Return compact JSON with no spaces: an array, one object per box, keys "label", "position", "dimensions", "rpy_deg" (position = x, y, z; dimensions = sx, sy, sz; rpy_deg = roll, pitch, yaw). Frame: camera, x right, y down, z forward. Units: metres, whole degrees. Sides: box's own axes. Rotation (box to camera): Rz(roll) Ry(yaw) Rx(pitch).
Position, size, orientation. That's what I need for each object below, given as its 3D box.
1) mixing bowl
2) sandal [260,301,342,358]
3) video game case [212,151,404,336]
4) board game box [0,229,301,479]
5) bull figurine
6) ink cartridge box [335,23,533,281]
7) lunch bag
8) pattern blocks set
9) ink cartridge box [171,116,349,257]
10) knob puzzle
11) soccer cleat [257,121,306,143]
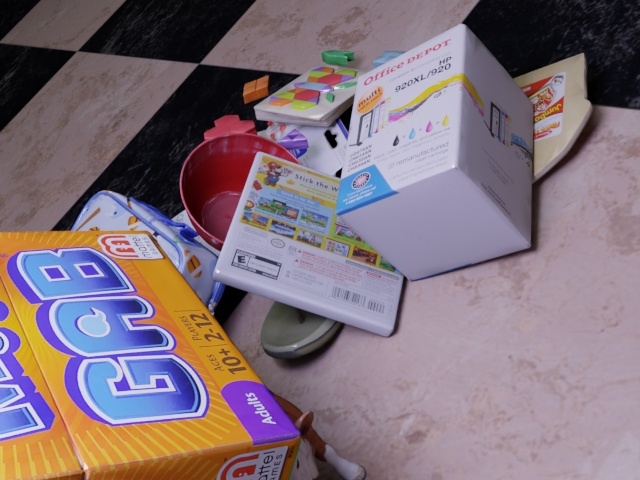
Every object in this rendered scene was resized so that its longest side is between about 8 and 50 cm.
[{"label":"mixing bowl","position":[-0.110,-0.046,1.180],"dimensions":[0.098,0.182,0.181],"rpy_deg":[122,172,-57]},{"label":"sandal","position":[-0.010,0.026,1.144],"dimensions":[0.120,0.086,0.302],"rpy_deg":[-6,48,38]},{"label":"video game case","position":[0.000,0.000,1.086],"dimensions":[0.026,0.227,0.206],"rpy_deg":[113,174,-52]},{"label":"board game box","position":[-0.288,0.228,0.777],"dimensions":[0.356,0.357,0.356],"rpy_deg":[44,126,48]},{"label":"bull figurine","position":[-0.070,0.213,0.916],"dimensions":[0.310,0.188,0.101],"rpy_deg":[18,65,49]},{"label":"ink cartridge box","position":[0.145,-0.105,1.048],"dimensions":[0.171,0.168,0.232],"rpy_deg":[-20,45,36]},{"label":"lunch bag","position":[-0.269,0.066,1.236],"dimensions":[0.303,0.115,0.243],"rpy_deg":[32,93,43]},{"label":"pattern blocks set","position":[-0.006,-0.230,1.344],"dimensions":[0.286,0.026,0.325],"rpy_deg":[5,36,24]},{"label":"ink cartridge box","position":[-0.082,-0.059,1.316],"dimensions":[0.333,0.065,0.165],"rpy_deg":[-35,37,10]},{"label":"knob puzzle","position":[0.267,-0.137,1.115],"dimensions":[0.213,0.030,0.213],"rpy_deg":[-28,42,29]},{"label":"soccer cleat","position":[-0.082,-0.159,1.429],"dimensions":[0.196,0.076,0.068],"rpy_deg":[-27,65,46]}]
